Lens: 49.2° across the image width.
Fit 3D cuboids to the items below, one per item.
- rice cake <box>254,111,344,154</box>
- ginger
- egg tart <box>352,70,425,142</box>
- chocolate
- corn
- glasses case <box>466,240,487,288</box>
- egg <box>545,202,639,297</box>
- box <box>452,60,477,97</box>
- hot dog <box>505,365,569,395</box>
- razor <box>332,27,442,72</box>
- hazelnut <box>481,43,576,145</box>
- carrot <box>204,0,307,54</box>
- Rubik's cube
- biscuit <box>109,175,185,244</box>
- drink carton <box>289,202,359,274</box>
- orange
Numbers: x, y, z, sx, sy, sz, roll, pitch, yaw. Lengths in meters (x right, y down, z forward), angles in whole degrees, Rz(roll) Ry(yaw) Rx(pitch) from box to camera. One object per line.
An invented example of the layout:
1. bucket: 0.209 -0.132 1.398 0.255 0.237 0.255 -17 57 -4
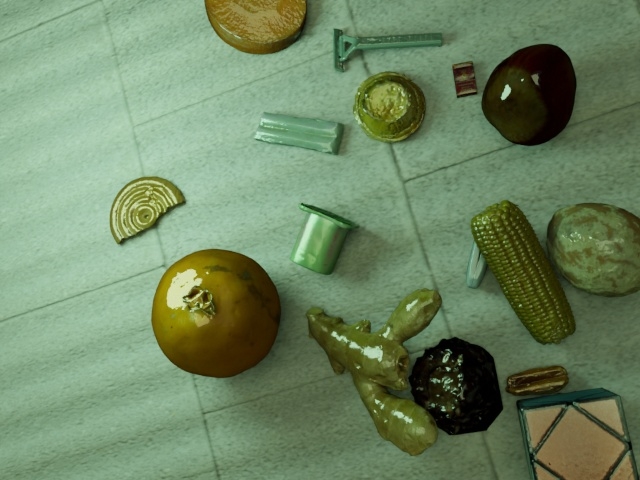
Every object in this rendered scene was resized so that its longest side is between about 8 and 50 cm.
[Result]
1. rice cake: -0.056 -0.277 1.801 0.226 0.040 0.085 11 86 14
2. ginger: 0.124 0.299 1.623 0.348 0.122 0.364 -7 84 39
3. egg tart: 0.170 -0.337 1.744 0.191 0.074 0.192 -1 83 10
4. chocolate: 0.298 0.331 1.577 0.206 0.177 0.224 -11 79 11
5. corn: 0.456 0.076 1.569 0.131 0.131 0.345 -28 97 8
6. glasses case: 0.379 0.027 1.651 0.045 0.067 0.179 15 86 15
7. egg: 0.614 0.017 1.536 0.245 0.203 0.203 35 92 21
8. box: 0.357 -0.399 1.733 0.051 0.023 0.082 -9 81 11
9. hot dog: 0.494 0.325 1.602 0.144 0.038 0.062 -15 68 13
10. razor: 0.167 -0.500 1.771 0.277 0.056 0.111 -3 81 13
11. hazelnut: 0.491 -0.340 1.604 0.229 0.229 0.230 -2 83 12
12. carrot: -0.173 -0.631 1.855 0.307 0.100 0.258 40 91 6
13. Rubik's cube: 0.541 0.436 1.494 0.205 0.205 0.208 -12 79 11
14. biscuit: -0.482 -0.098 1.880 0.224 0.033 0.145 -30 78 7
15. drink carton: 0.000 0.000 1.712 0.146 0.144 0.143 22 98 15
16. orange: -0.245 0.173 1.659 0.311 0.312 0.313 -2 83 12
